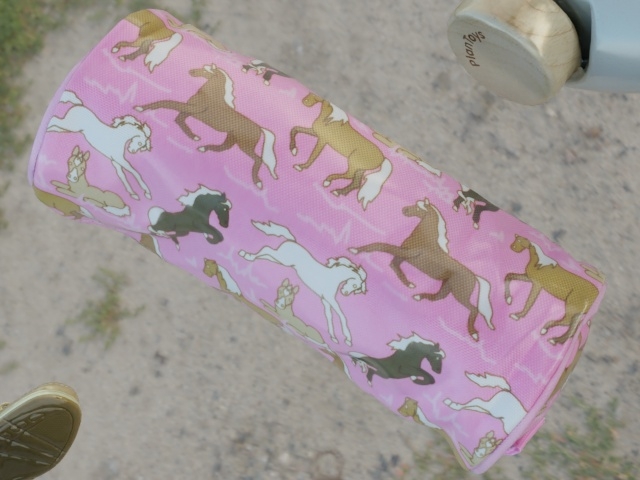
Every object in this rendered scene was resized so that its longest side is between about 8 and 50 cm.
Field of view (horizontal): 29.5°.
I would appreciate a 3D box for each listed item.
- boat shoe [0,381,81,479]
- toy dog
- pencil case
[{"bbox_3d":[-0.186,0.121,0.723,0.135,0.050,0.045,-43,30,28],"label":"boat shoe"},{"bbox_3d":[0.235,-0.102,0.746,0.220,0.161,0.333,-36,59,-2],"label":"toy dog"},{"bbox_3d":[0.000,0.000,0.818,0.386,0.167,0.160,31,81,8],"label":"pencil case"}]
